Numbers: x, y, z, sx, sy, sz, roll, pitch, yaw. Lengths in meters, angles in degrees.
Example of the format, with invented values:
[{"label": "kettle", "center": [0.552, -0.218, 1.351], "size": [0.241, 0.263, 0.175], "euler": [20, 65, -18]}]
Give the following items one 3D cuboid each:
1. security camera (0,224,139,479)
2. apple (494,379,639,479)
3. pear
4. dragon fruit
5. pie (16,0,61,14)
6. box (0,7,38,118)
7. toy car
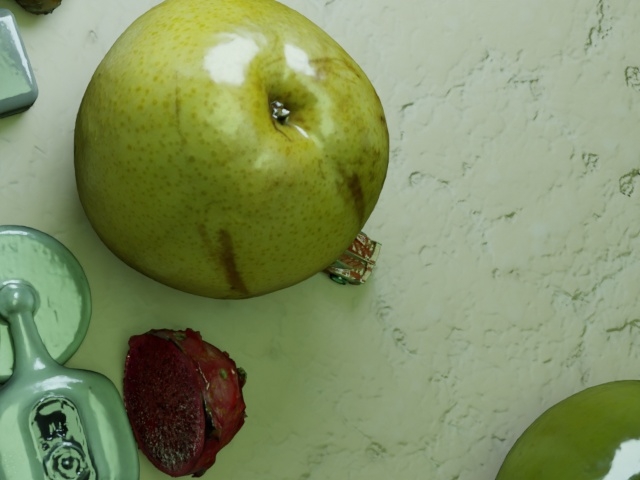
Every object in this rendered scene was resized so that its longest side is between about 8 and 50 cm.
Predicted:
[{"label": "security camera", "center": [-0.274, 0.128, 1.734], "size": [0.157, 0.080, 0.301], "euler": [-16, 86, -18]}, {"label": "apple", "center": [0.308, 0.262, 1.802], "size": [0.295, 0.258, 0.233], "euler": [-29, 92, -18]}, {"label": "pear", "center": [-0.085, -0.089, 1.702], "size": [0.314, 0.314, 0.314], "euler": [2, 83, -17]}, {"label": "dragon fruit", "center": [-0.110, 0.149, 1.758], "size": [0.111, 0.153, 0.153], "euler": [-15, 88, -36]}, {"label": "pie", "center": [-0.299, -0.353, 1.693], "size": [0.105, 0.274, 0.257], "euler": [21, 97, 27]}, {"label": "box", "center": [-0.401, -0.145, 1.735], "size": [0.243, 0.055, 0.103], "euler": [-18, 90, -19]}, {"label": "toy car", "center": [0.000, 0.000, 1.854], "size": [0.122, 0.035, 0.059], "euler": [27, 78, -13]}]
